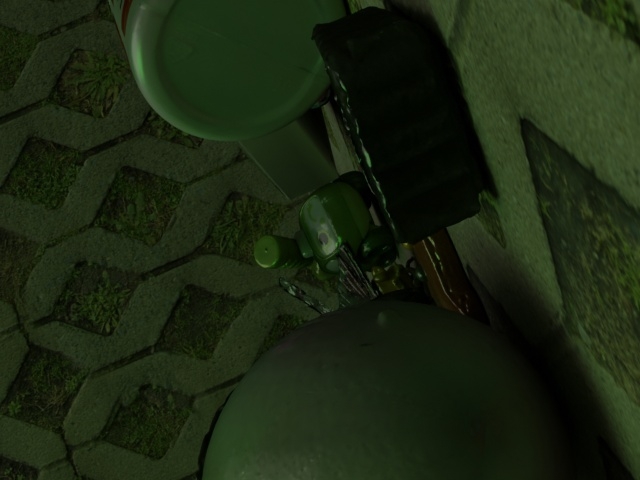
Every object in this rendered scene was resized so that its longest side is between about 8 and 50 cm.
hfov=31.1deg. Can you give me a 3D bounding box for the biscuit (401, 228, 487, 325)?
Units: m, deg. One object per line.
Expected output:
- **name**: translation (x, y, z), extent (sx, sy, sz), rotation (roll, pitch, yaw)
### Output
- **biscuit**: translation (0.103, -0.041, 1.349), extent (0.205, 0.049, 0.324), rotation (-126, 15, -81)

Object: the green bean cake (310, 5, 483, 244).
- **green bean cake**: translation (0.063, -0.107, 1.006), extent (0.185, 0.094, 0.183), rotation (-121, 7, -72)

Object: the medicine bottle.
- **medicine bottle**: translation (-0.117, -0.276, 1.363), extent (0.241, 0.252, 0.252), rotation (-118, 5, -54)

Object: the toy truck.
- **toy truck**: translation (0.016, -0.003, 1.849), extent (0.148, 0.210, 0.187), rotation (65, -165, 18)

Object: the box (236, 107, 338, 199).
- **box**: translation (-0.076, -0.222, 1.794), extent (0.203, 0.106, 0.252), rotation (51, -158, -48)

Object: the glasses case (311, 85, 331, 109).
- **glasses case**: translation (-0.065, -0.342, 1.646), extent (0.125, 0.076, 0.327), rotation (-120, 5, -82)

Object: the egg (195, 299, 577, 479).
- **egg**: translation (0.083, 0.214, 1.063), extent (0.355, 0.354, 0.340), rotation (66, 155, 13)

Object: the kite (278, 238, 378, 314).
- **kite**: translation (0.043, 0.129, 1.737), extent (0.314, 0.011, 0.335), rotation (35, 141, 34)

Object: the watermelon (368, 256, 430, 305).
- **watermelon**: translation (0.078, 0.158, 1.452), extent (0.204, 0.127, 0.232), rotation (-93, 5, -72)

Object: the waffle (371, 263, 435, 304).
- **waffle**: translation (0.172, 0.176, 1.643), extent (0.293, 0.069, 0.260), rotation (60, 175, 42)
